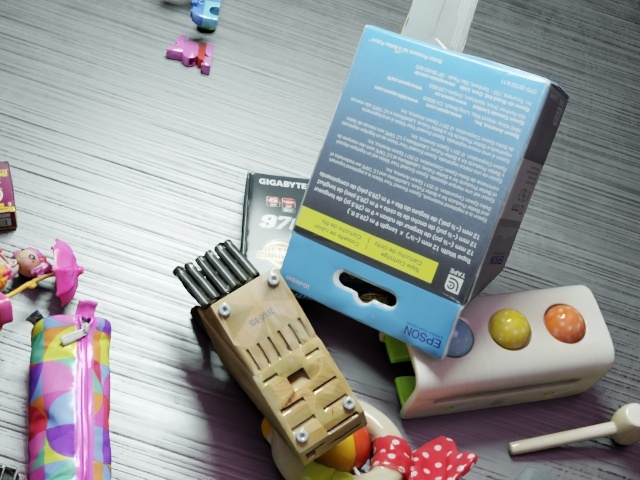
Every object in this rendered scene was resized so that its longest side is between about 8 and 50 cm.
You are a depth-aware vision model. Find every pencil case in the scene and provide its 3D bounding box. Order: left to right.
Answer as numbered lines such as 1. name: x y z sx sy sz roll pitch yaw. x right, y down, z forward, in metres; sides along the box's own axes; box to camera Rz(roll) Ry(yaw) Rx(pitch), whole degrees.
1. pencil case: -0.286 0.192 1.088 0.104 0.104 0.236 -1 60 -14

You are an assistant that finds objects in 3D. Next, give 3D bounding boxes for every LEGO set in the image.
1. LEGO set: -0.202 -0.379 1.491 0.093 0.087 0.227 9 55 -8

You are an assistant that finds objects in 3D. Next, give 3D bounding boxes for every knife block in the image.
1. knife block: -0.074 0.126 1.143 0.088 0.242 0.275 -31 86 -15

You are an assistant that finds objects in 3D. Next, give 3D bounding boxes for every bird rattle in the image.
1. bird rattle: 0.042 0.255 1.119 0.253 0.143 0.207 -16 46 -26

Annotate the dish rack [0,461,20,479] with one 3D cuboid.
1. dish rack: -0.454 0.299 0.984 0.272 0.074 0.208 16 67 -8

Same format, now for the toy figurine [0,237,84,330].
1. toy figurine: -0.379 0.048 1.176 0.173 0.130 0.159 29 37 35

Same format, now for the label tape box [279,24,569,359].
1. label tape box: 0.122 -0.062 1.188 0.249 0.347 0.115 23 11 25

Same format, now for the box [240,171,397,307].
1. box: 0.000 0.000 1.313 0.220 0.051 0.175 7 56 -8

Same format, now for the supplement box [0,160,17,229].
1. supplement box: -0.430 -0.058 1.252 0.055 0.043 0.083 -9 59 -17

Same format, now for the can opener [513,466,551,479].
1. can opener: 0.171 0.365 1.103 0.093 0.074 0.280 42 58 15

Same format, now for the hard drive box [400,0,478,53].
1. hard drive box: 0.146 -0.254 1.404 0.089 0.232 0.181 20 55 1

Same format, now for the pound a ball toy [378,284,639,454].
1. pound a ball toy: 0.260 0.166 1.217 0.319 0.135 0.208 -5 59 -16
